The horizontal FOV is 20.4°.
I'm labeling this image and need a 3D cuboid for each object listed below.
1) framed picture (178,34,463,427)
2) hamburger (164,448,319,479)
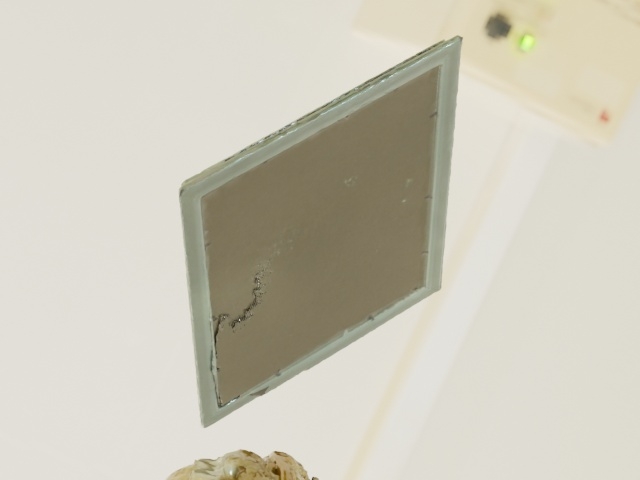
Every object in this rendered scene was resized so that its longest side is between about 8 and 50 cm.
[{"bbox_3d":[0.000,0.000,1.183,0.016,0.216,0.273,47,155,29],"label":"framed picture"},{"bbox_3d":[-0.028,0.162,0.747,0.083,0.147,0.138,-8,168,1],"label":"hamburger"}]
